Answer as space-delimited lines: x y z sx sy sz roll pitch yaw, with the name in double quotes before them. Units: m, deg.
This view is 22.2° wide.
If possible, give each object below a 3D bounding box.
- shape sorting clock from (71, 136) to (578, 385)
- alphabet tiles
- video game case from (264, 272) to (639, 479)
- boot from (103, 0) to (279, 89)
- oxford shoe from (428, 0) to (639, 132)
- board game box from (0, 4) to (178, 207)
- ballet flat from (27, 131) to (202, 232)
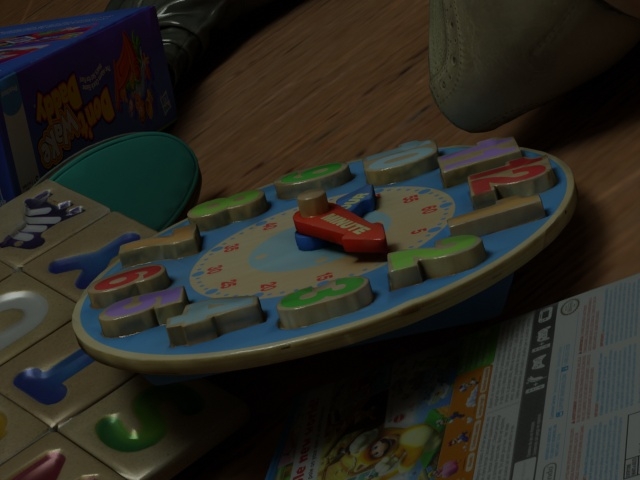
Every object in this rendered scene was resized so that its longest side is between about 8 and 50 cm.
"shape sorting clock" 0.000 0.000 0.647 0.206 0.040 0.206 -11 18 4
"alphabet tiles" -0.203 0.080 0.680 0.342 0.011 0.285 -34 38 -28
"video game case" 0.051 0.066 0.540 0.166 0.015 0.119 -22 25 25
"boot" -0.078 -0.150 1.108 0.246 0.083 0.161 -22 30 38
"oxford shoe" 0.115 -0.197 0.828 0.146 0.140 0.397 -46 12 33
"board game box" -0.291 -0.064 0.993 0.347 0.078 0.233 -5 16 19
"ballet flat" -0.140 0.019 0.833 0.213 0.072 0.068 -48 -4 -40
